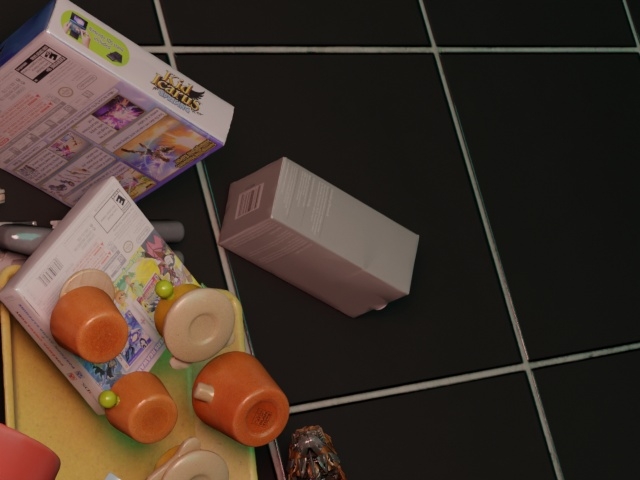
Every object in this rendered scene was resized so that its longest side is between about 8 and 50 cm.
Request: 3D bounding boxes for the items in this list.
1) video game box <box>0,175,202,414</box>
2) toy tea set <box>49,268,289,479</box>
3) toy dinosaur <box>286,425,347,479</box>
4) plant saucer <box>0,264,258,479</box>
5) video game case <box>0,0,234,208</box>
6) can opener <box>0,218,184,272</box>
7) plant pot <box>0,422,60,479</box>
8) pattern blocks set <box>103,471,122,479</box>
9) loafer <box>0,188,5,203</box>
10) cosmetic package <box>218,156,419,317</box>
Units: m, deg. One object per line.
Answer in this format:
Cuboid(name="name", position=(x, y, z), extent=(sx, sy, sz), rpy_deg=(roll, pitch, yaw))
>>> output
Cuboid(name="video game box", position=(-0.243, 0.061, 1.900), extent=(0.187, 0.048, 0.205), rpy_deg=(52, 48, -18))
Cuboid(name="toy tea set", position=(-0.172, 0.142, 1.861), extent=(0.200, 0.124, 0.336), rpy_deg=(-38, 125, -14))
Cuboid(name="toy dinosaur", position=(0.020, 0.392, 2.025), extent=(0.164, 0.218, 0.322), rpy_deg=(-30, 94, 1))
Cuboid(name="plant saucer", position=(-0.234, 0.211, 1.943), extent=(0.333, 0.081, 0.333), rpy_deg=(9, 67, -38))
Cuboid(name="video game case", position=(-0.275, -0.141, 1.927), extent=(0.244, 0.269, 0.061), rpy_deg=(33, 52, -26))
Cuboid(name="can opener", position=(-0.272, 0.014, 1.990), extent=(0.280, 0.093, 0.074), rpy_deg=(-2, 97, -45))
Cuboid(name="plant pot", position=(-0.419, 0.293, 1.645), extent=(0.275, 0.275, 0.243), rpy_deg=(27, 67, -29))
Cuboid(name="pattern blocks set", position=(-0.140, 0.406, 1.784), extent=(0.325, 0.026, 0.285), rpy_deg=(26, 77, -1))
Cuboid(name="loafer", position=(-0.418, -0.031, 1.922), extent=(0.125, 0.045, 0.039), rpy_deg=(-14, 98, -36))
Cuboid(name="cosmetic package", position=(0.000, 0.000, 2.197), extent=(0.238, 0.127, 0.107), rpy_deg=(28, 57, -30))
